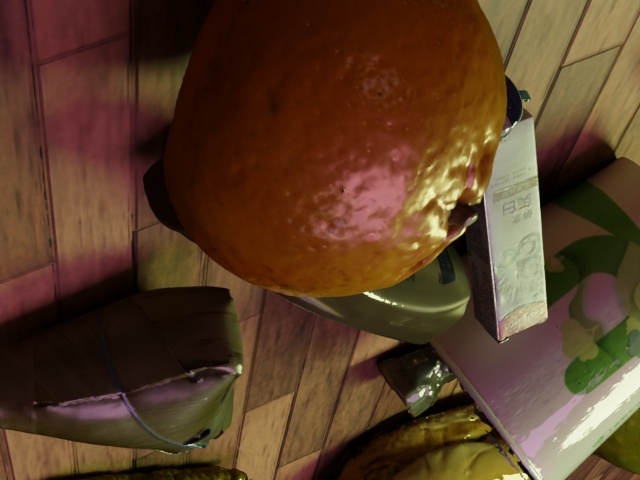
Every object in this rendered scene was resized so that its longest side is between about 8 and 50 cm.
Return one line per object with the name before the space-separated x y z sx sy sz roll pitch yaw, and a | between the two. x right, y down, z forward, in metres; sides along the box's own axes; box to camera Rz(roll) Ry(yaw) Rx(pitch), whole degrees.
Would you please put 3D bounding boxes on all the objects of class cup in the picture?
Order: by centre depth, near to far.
cup | 0.243 0.074 1.448 0.274 0.253 0.253 -37 158 0

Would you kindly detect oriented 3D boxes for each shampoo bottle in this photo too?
shampoo bottle | 0.000 0.000 1.121 0.084 0.125 0.350 -35 155 19

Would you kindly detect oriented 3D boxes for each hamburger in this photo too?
hamburger | 0.141 0.333 1.969 0.284 0.174 0.304 -6 143 -22

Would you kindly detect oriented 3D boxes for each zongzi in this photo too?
zongzi | -0.186 0.132 1.212 0.256 0.115 0.228 -18 160 -12

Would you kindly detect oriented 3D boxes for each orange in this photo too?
orange | 0.009 -0.071 0.872 0.219 0.193 0.219 -51 -174 7

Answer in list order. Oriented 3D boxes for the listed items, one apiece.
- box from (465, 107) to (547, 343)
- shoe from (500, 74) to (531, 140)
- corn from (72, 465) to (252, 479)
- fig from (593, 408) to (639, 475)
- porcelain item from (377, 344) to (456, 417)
box | 0.153 -0.014 1.260 0.055 0.039 0.218 -24 129 -16
shoe | 0.092 -0.082 1.153 0.143 0.064 0.071 -32 177 20
corn | -0.168 0.286 1.579 0.097 0.097 0.320 -40 154 24
fig | 0.366 0.140 1.681 0.326 0.258 0.258 0 169 24
porcelain item | 0.171 0.110 1.660 0.216 0.069 0.081 -34 153 -1
